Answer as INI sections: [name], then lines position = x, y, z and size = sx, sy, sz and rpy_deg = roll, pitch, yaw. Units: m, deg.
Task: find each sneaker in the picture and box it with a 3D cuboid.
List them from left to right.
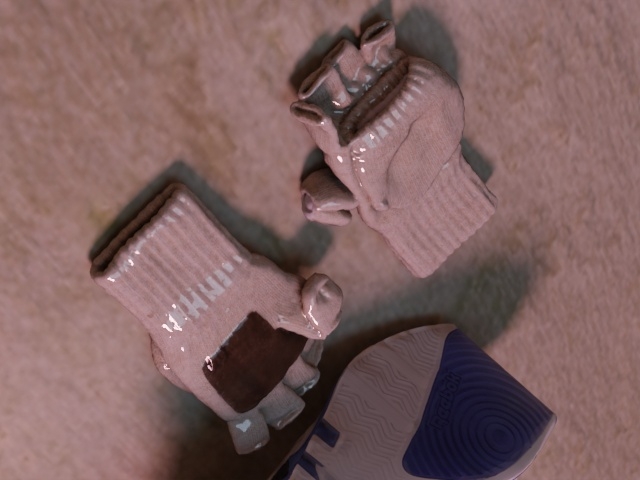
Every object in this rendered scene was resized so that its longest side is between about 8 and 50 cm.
[sneaker]
position = -0.002, 0.193, 1.185
size = 0.315, 0.127, 0.182
rpy_deg = -40, 170, -37

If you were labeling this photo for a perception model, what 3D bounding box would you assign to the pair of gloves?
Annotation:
[pair of gloves]
position = 0.000, 0.000, 1.082
size = 0.240, 0.042, 0.204
rpy_deg = -41, 140, -10
